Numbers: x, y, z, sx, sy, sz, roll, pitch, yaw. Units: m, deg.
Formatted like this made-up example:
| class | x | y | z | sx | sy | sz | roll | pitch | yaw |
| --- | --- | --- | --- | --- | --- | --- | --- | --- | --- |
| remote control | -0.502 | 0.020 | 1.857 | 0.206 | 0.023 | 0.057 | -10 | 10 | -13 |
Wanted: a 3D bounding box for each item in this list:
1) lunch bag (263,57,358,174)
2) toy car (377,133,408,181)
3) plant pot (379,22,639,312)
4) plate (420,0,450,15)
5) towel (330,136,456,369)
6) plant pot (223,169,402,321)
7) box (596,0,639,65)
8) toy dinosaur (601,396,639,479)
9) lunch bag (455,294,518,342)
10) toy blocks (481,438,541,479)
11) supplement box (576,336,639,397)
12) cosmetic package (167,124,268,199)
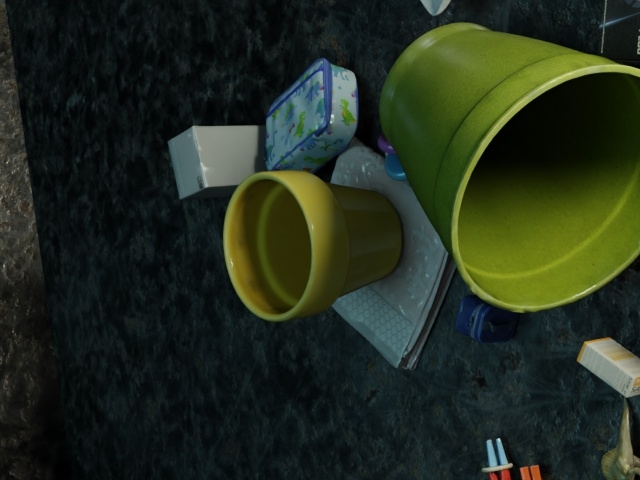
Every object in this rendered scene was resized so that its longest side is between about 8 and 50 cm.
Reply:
| class | x | y | z | sx | sy | sz | roll | pitch | yaw |
| --- | --- | --- | --- | --- | --- | --- | --- | --- | --- |
| lunch bag | -0.021 | -0.225 | 2.105 | 0.219 | 0.090 | 0.176 | -35 | 45 | 47 |
| toy car | 0.159 | -0.174 | 1.872 | 0.159 | 0.136 | 0.182 | 27 | 115 | 46 |
| plant pot | 0.265 | -0.146 | 1.616 | 0.353 | 0.367 | 0.366 | 52 | 132 | 50 |
| plate | 0.205 | -0.541 | 1.807 | 0.278 | 0.045 | 0.277 | -64 | 34 | 33 |
| towel | 0.103 | 0.022 | 2.033 | 0.332 | 0.053 | 0.317 | 42 | 125 | 40 |
| plant pot | 0.000 | 0.000 | 1.926 | 0.254 | 0.239 | 0.254 | 11 | 105 | 50 |
| box | 0.463 | -0.326 | 1.522 | 0.147 | 0.078 | 0.180 | 15 | 106 | 49 |
| toy dinosaur | 0.448 | 0.328 | 1.636 | 0.093 | 0.053 | 0.183 | 17 | 107 | 51 |
| lunch bag | 0.269 | 0.127 | 1.800 | 0.065 | 0.098 | 0.067 | 22 | 106 | 45 |
| toy blocks | 0.316 | 0.391 | 1.807 | 0.123 | 0.054 | 0.148 | -22 | 77 | 51 |
| supplement box | 0.432 | 0.184 | 1.632 | 0.098 | 0.062 | 0.036 | 39 | 123 | 43 |
| cosmetic package | -0.169 | -0.155 | 2.203 | 0.107 | 0.238 | 0.127 | -22 | 77 | 50 |
